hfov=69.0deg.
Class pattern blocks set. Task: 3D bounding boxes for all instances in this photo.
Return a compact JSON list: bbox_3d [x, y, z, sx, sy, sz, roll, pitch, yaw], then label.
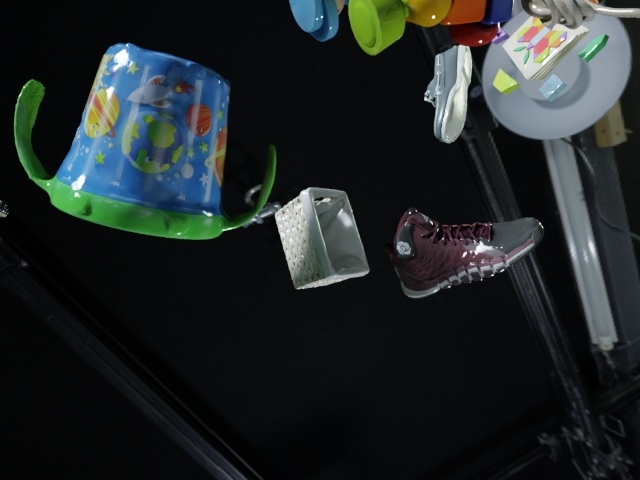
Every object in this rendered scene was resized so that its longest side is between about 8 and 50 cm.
[{"bbox_3d":[0.531,-0.482,1.121,0.026,0.325,0.285,20,-63,-31],"label":"pattern blocks set"}]

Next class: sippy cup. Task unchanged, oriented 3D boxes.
[{"bbox_3d":[-0.230,-0.139,0.654,0.305,0.240,0.224,5,-78,-48],"label":"sippy cup"}]

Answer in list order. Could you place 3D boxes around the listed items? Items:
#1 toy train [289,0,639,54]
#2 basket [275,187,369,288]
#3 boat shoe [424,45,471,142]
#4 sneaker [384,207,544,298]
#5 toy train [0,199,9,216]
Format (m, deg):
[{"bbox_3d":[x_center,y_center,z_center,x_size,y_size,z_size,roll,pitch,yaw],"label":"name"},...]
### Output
[{"bbox_3d":[0.088,-0.189,0.363,0.143,0.248,0.105,-29,-43,-15],"label":"toy train"},{"bbox_3d":[0.000,0.000,0.862,0.113,0.103,0.167,-1,-109,-48],"label":"basket"},{"bbox_3d":[0.340,-0.396,1.268,0.116,0.099,0.319,44,-125,-49],"label":"boat shoe"},{"bbox_3d":[0.236,-0.007,0.841,0.281,0.106,0.162,-29,-77,29],"label":"sneaker"},{"bbox_3d":[-0.697,-0.094,0.954,0.158,0.027,0.036,35,-104,15],"label":"toy train"}]
